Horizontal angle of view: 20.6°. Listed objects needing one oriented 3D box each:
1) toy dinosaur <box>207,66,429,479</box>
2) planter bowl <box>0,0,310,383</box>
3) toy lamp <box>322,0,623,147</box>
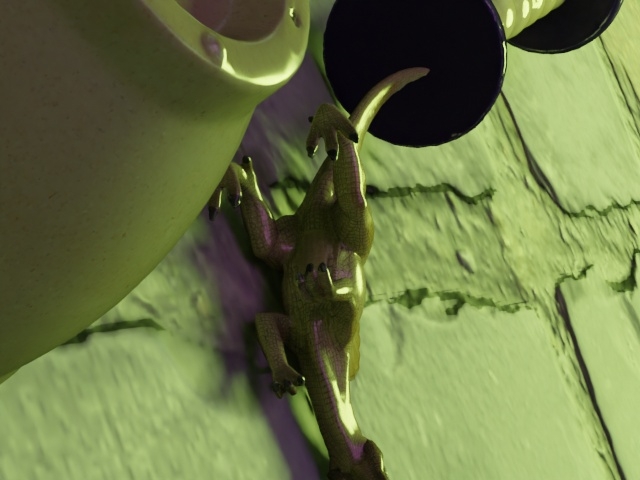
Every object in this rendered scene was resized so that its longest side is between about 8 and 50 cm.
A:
[{"bbox_3d":[0.000,0.000,0.558,0.092,0.053,0.183,59,28,-53],"label":"toy dinosaur"},{"bbox_3d":[-0.072,-0.055,0.373,0.162,0.109,0.162,44,33,-38],"label":"planter bowl"},{"bbox_3d":[0.079,-0.106,0.760,0.080,0.080,0.274,64,25,-4],"label":"toy lamp"}]
